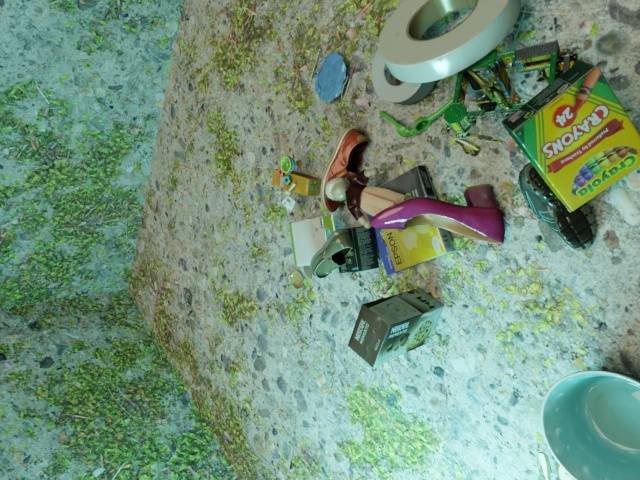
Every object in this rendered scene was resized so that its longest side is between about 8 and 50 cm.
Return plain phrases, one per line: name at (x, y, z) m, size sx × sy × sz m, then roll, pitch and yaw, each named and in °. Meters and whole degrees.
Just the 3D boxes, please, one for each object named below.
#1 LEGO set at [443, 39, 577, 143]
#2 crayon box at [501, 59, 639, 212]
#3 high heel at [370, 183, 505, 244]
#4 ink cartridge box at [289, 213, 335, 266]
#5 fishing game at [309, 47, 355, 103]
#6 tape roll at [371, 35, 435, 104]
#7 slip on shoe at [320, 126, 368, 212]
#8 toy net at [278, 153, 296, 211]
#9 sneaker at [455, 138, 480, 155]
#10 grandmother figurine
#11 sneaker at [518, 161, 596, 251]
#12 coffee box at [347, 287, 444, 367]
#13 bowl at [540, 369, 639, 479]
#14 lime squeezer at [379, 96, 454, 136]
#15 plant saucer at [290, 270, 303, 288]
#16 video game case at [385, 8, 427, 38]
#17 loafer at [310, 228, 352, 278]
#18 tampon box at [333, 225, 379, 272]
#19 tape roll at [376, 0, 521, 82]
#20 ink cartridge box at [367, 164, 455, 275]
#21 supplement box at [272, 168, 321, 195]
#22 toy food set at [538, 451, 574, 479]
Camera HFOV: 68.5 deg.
LEGO set at (0.500, -0.364, 1.228) m, size 0.331 × 0.192 × 0.255 m, roll -7°, pitch 68°, yaw 34°
crayon box at (0.591, -0.211, 1.063) m, size 0.202 × 0.318 × 0.081 m, roll -40°, pitch 23°, yaw 20°
high heel at (0.342, -0.041, 1.385) m, size 0.377 × 0.127 × 0.181 m, roll -14°, pitch 75°, yaw 12°
ink cartridge box at (0.000, 0.000, 1.890) m, size 0.255 × 0.097 × 0.189 m, roll -9°, pitch 89°, yaw 45°
fishing game at (0.044, -0.621, 1.799) m, size 0.264 × 0.041 × 0.189 m, roll 43°, pitch 124°, yaw 44°
tape roll at (0.270, -0.553, 1.518) m, size 0.219 × 0.072 × 0.219 m, roll 9°, pitch 102°, yaw 46°
slip on shoe at (0.088, -0.251, 1.751) m, size 0.101 × 0.123 × 0.331 m, roll 35°, pitch 115°, yaw 34°
toy net at (-0.149, -0.235, 1.938) m, size 0.122 × 0.045 × 0.232 m, roll 19°, pitch 111°, yaw 44°
sneaker at (0.442, -0.283, 1.427) m, size 0.083 × 0.031 × 0.035 m, roll 39°, pitch 122°, yaw 36°
grandmother figurine at (0.154, -0.149, 1.610) m, size 0.342 × 0.104 × 0.208 m, roll 21°, pitch 101°, yaw 40°
sneaker at (0.618, -0.090, 1.236) m, size 0.101 × 0.106 × 0.267 m, roll -32°, pitch 85°, yaw -1°
coffee box at (0.247, 0.273, 1.517) m, size 0.119 × 0.297 × 0.168 m, roll 37°, pitch 120°, yaw 37°
bowl at (0.723, 0.446, 1.134) m, size 0.311 × 0.163 × 0.312 m, roll 9°, pitch 102°, yaw 47°
lime squeezer at (0.316, -0.396, 1.544) m, size 0.310 × 0.059 × 0.110 m, roll 1°, pitch 64°, yaw 47°
plant saucer at (-0.100, 0.173, 2.077) m, size 0.083 × 0.015 × 0.083 m, roll 8°, pitch 101°, yaw 45°
video game case at (0.282, -0.697, 1.549) m, size 0.157 × 0.019 × 0.143 m, roll 3°, pitch 98°, yaw 46°
loafer at (0.039, 0.065, 1.704) m, size 0.087 × 0.094 × 0.251 m, roll 65°, pitch 143°, yaw 33°
tampon box at (0.131, 0.033, 1.739) m, size 0.120 × 0.101 × 0.161 m, roll -9°, pitch 89°, yaw 56°
tape roll at (0.344, -0.602, 1.302) m, size 0.392 × 0.072 × 0.392 m, roll -22°, pitch 47°, yaw 26°
ink cartridge box at (0.276, -0.057, 1.610) m, size 0.307 × 0.072 × 0.304 m, roll -27°, pitch 76°, yaw 43°
supplement box at (-0.104, -0.246, 1.979) m, size 0.233 × 0.078 × 0.080 m, roll 19°, pitch 109°, yaw 44°
toy food set at (0.708, 0.632, 1.275) m, size 0.192 × 0.038 × 0.132 m, roll -13°, pitch 93°, yaw 42°
